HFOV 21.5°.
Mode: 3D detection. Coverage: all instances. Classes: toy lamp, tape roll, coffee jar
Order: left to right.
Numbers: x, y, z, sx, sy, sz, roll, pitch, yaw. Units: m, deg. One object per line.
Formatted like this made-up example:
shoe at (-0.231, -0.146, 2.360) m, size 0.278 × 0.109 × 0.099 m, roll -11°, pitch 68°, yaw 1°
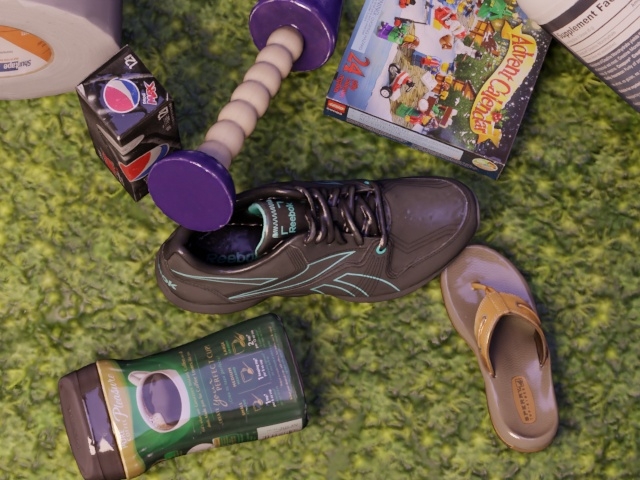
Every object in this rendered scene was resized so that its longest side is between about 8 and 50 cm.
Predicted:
tape roll at (-0.265, -0.180, 1.318) m, size 0.219 × 0.219 × 0.072 m, roll 1°, pitch 75°, yaw -3°
coffee jar at (-0.108, 0.125, 1.313) m, size 0.184 × 0.079 × 0.096 m, roll -14°, pitch 79°, yaw -8°
toy lamp at (-0.051, -0.123, 1.343) m, size 0.080 × 0.080 × 0.275 m, roll 26°, pitch 46°, yaw 4°

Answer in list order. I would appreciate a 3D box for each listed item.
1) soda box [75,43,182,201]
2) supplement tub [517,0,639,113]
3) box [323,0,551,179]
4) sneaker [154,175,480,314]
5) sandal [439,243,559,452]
soda box at (-0.147, -0.088, 1.324) m, size 0.053 × 0.169 × 0.060 m, roll -38°, pitch 79°, yaw -10°
supplement tub at (0.278, -0.207, 1.343) m, size 0.272 × 0.191 × 0.191 m, roll 40°, pitch 75°, yaw -9°
box at (0.117, -0.187, 1.433) m, size 0.159 × 0.044 × 0.233 m, roll 21°, pitch 74°, yaw 3°
sneaker at (0.000, 0.000, 1.337) m, size 0.267 × 0.106 × 0.101 m, roll -14°, pitch 72°, yaw -5°
sandal at (0.149, 0.081, 1.355) m, size 0.072 × 0.049 × 0.180 m, roll -13°, pitch 69°, yaw -8°
